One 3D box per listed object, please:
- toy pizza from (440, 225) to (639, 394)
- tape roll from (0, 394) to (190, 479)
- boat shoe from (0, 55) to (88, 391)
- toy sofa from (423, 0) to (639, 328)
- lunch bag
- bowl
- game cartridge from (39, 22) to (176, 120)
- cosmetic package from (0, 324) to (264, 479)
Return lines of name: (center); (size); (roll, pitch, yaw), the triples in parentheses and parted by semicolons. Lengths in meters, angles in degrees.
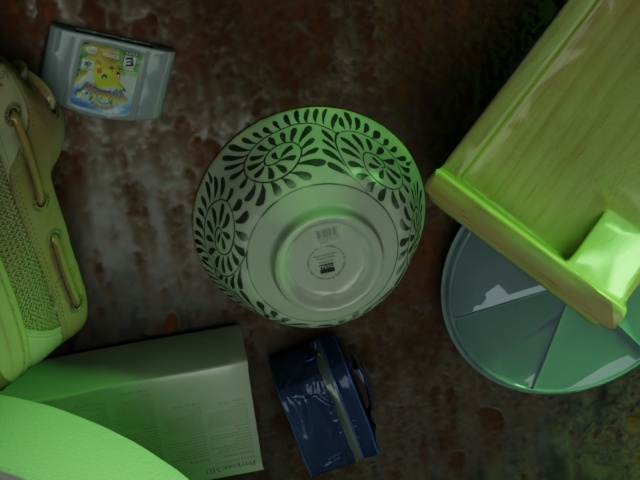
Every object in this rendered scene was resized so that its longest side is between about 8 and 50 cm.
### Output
toy pizza: (0.186, 0.025, 0.972); (0.201, 0.032, 0.201); (-4, 116, -8)
tape roll: (-0.196, 0.281, 0.893); (0.392, 0.072, 0.392); (10, 122, 17)
boat shoe: (-0.226, -0.068, 0.815); (0.110, 0.121, 0.341); (-33, 131, -38)
toy sofa: (0.232, -0.129, 0.839); (0.150, 0.177, 0.362); (37, 99, 5)
lunch bag: (0.006, 0.118, 0.961); (0.065, 0.067, 0.098); (-20, 116, -1)
bowl: (0.000, 0.000, 0.897); (0.170, 0.080, 0.170); (-5, 116, -10)
game cartridge: (-0.142, -0.108, 0.854); (0.083, 0.017, 0.056); (10, 117, -15)
cosmetic package: (-0.167, 0.134, 0.939); (0.239, 0.060, 0.099); (-9, 116, -6)
